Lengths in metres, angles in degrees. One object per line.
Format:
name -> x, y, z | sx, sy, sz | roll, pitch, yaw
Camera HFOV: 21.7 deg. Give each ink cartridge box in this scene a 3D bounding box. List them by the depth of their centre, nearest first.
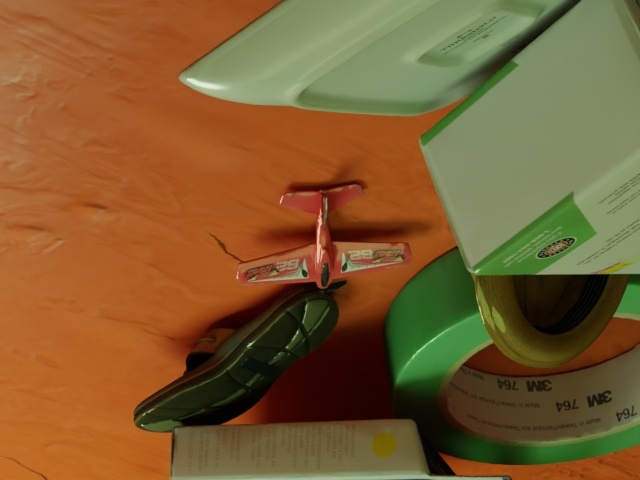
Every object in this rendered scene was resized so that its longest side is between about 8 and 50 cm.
ink cartridge box -> 0.244, -0.070, 1.176 | 0.278, 0.117, 0.201 | 0, 150, -42
ink cartridge box -> 0.048, 0.231, 1.586 | 0.307, 0.072, 0.303 | -4, 159, 13

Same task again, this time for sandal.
sandal -> -0.079, 0.102, 1.495 | 0.219, 0.060, 0.090 | -42, 140, 21

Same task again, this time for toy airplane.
toy airplane -> 0.000, 0.000, 1.379 | 0.151, 0.028, 0.151 | -7, 145, -5

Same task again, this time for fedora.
fedora -> 0.169, 0.001, 1.321 | 0.194, 0.194, 0.079 | 26, 171, -38

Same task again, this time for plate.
plate -> 0.092, -0.147, 1.069 | 0.277, 0.045, 0.278 | -31, 165, 30

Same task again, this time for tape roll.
tape roll -> 0.219, 0.098, 1.515 | 0.321, 0.077, 0.321 | -4, 146, -3
